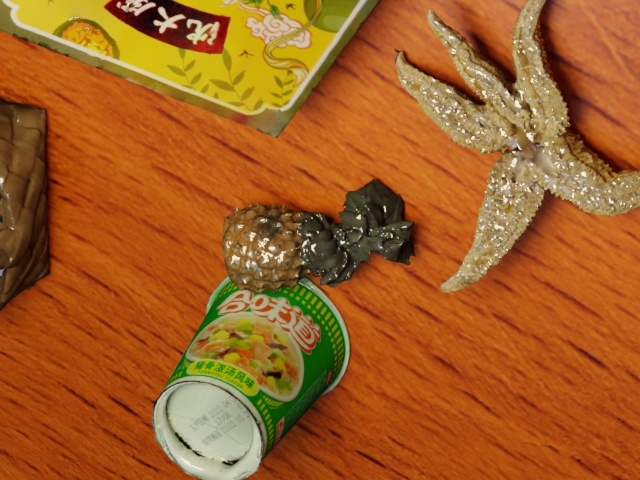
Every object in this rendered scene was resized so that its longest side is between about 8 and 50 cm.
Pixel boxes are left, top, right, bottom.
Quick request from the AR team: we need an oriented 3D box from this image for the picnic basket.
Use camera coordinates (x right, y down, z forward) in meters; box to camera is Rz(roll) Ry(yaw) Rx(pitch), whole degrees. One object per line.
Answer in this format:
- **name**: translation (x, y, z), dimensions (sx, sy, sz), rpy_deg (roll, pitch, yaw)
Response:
- **picnic basket**: translation (-0.514, -0.016, 1.626), dimensions (0.293, 0.337, 0.337), rpy_deg (15, 122, 15)

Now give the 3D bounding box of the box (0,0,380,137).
- **box**: translation (-0.099, -0.336, 1.278), dimensions (0.373, 0.138, 0.420), rpy_deg (19, 129, -28)

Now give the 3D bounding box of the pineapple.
- **pineapple**: translation (0.000, 0.000, 1.549), dimensions (0.237, 0.111, 0.119), rpy_deg (-6, 144, 16)

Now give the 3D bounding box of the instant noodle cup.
- **instant noodle cup**: translation (-0.096, 0.170, 1.599), dimensions (0.207, 0.232, 0.207), rpy_deg (10, 119, 18)

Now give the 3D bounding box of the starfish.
- **starfish**: translation (0.193, -0.126, 1.407), dimensions (0.301, 0.084, 0.293), rpy_deg (-27, 100, 29)
